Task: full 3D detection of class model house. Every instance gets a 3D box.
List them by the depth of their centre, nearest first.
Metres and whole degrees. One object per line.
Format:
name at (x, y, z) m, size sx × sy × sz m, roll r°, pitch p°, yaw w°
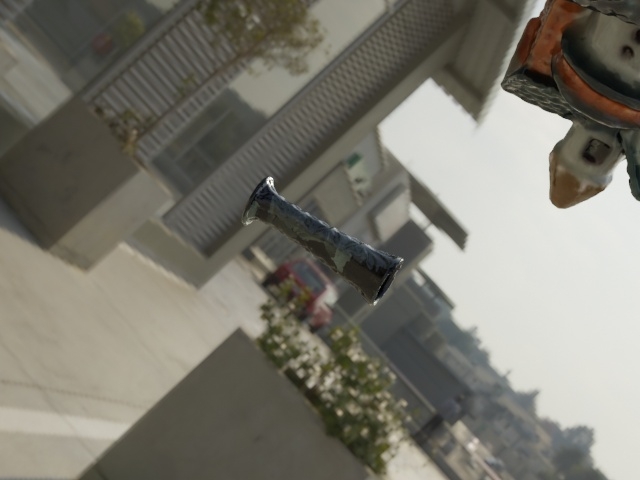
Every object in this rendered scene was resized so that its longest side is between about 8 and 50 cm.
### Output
model house at (0.260, -0.114, 0.868) m, size 0.272 × 0.300 × 0.190 m, roll 21°, pitch 41°, yaw -2°

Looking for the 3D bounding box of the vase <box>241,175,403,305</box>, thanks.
vase at (0.000, 0.000, 1.112) m, size 0.167 × 0.059 × 0.059 m, roll 32°, pitch -4°, yaw 11°
